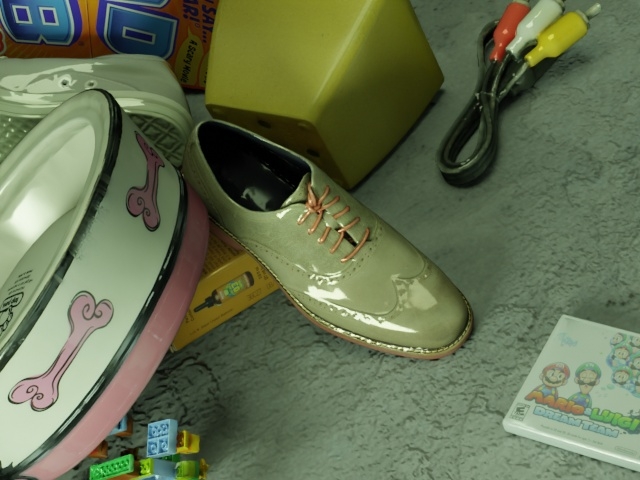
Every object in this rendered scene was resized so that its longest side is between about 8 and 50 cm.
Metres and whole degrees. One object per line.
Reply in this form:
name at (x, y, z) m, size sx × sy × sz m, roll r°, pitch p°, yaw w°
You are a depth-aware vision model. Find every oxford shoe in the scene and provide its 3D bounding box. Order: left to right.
oxford shoe at (-0.367, -0.158, 1.863) m, size 0.449 × 0.169 × 0.130 m, roll 1°, pitch 48°, yaw 5°
oxford shoe at (0.000, 0.000, 1.554) m, size 0.348 × 0.130 × 0.123 m, roll 31°, pitch 72°, yaw 9°

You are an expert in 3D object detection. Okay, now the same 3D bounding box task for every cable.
cable at (0.196, -0.188, 1.779) m, size 0.139 × 0.072 × 0.287 m, roll 19°, pitch 56°, yaw 39°

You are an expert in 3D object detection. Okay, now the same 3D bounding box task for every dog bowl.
dog bowl at (-0.268, 0.059, 1.524) m, size 0.408 × 0.150 × 0.408 m, roll -41°, pitch 28°, yaw 28°

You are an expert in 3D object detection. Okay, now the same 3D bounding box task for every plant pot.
plant pot at (-0.013, -0.180, 1.760) m, size 0.212 × 0.212 × 0.187 m, roll 13°, pitch 65°, yaw 28°

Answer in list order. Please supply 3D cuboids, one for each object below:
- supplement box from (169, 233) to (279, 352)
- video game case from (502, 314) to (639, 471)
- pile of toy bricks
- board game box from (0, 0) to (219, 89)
supplement box at (-0.086, 0.019, 1.668) m, size 0.233 × 0.078 × 0.080 m, roll -33°, pitch 46°, yaw -14°
video game case at (0.272, 0.143, 1.468) m, size 0.157 × 0.019 × 0.143 m, roll 14°, pitch 53°, yaw 30°
pile of toy bricks at (-0.159, 0.224, 1.479) m, size 0.212 × 0.105 × 0.118 m, roll -19°, pitch 63°, yaw 43°
board game box at (-0.248, -0.451, 1.925) m, size 0.356 × 0.356 × 0.356 m, roll 8°, pitch 49°, yaw 4°
